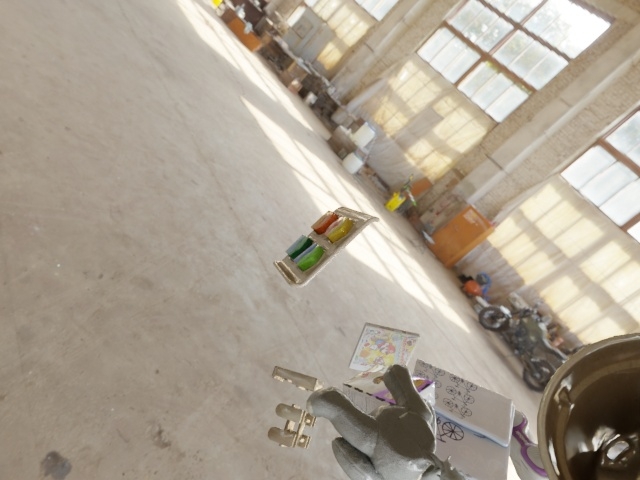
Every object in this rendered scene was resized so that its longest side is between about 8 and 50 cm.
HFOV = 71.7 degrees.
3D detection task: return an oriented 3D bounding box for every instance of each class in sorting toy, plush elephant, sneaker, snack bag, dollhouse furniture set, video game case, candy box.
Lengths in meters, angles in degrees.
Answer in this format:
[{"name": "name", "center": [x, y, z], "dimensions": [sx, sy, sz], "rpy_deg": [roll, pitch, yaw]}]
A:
[{"name": "sorting toy", "center": [0.000, 0.000, 0.889], "dimensions": [0.038, 0.208, 0.193], "rpy_deg": [53, -6, -18]}, {"name": "plush elephant", "center": [0.141, 0.467, 0.930], "dimensions": [0.272, 0.255, 0.330], "rpy_deg": [-11, 39, -39]}, {"name": "sneaker", "center": [0.593, 0.628, 1.331], "dimensions": [0.305, 0.114, 0.152], "rpy_deg": [-97, 180, -69]}, {"name": "snack bag", "center": [0.388, 0.518, 1.273], "dimensions": [0.323, 0.037, 0.342], "rpy_deg": [23, 34, 15]}, {"name": "dollhouse furniture set", "center": [-0.110, 0.585, 1.545], "dimensions": [0.161, 0.242, 0.212], "rpy_deg": [11, -22, 19]}, {"name": "video game case", "center": [0.234, 0.412, 1.647], "dimensions": [0.207, 0.226, 0.026], "rpy_deg": [13, 31, -5]}, {"name": "candy box", "center": [0.186, 0.421, 1.219], "dimensions": [0.165, 0.070, 0.196], "rpy_deg": [-13, 13, -42]}]

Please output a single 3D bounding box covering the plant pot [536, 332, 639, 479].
[{"name": "plant pot", "center": [0.546, 0.365, 0.697], "dimensions": [0.305, 0.334, 0.333], "rpy_deg": [52, 10, -41]}]
